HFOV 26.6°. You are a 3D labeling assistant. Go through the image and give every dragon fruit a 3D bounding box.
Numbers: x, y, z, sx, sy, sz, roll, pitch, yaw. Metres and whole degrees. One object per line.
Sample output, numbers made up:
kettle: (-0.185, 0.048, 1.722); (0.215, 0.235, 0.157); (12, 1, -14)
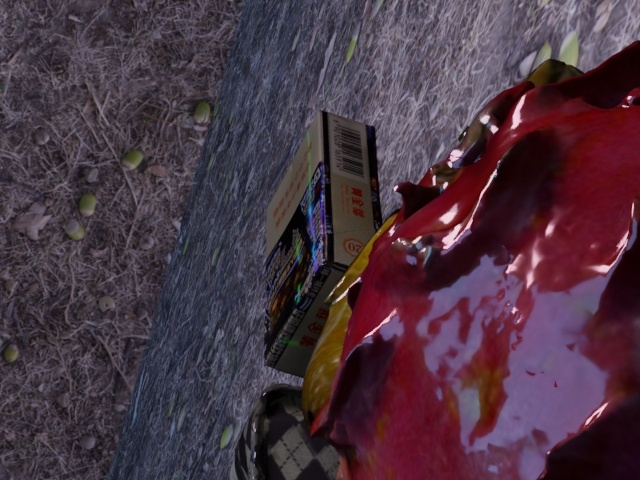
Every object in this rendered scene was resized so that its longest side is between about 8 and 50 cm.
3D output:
dragon fruit: (0.140, 0.061, 0.681); (0.386, 0.249, 0.371); (-55, -17, 29)

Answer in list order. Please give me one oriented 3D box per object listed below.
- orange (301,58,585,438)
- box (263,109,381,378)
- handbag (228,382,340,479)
orange: (0.134, 0.048, 0.993); (0.271, 0.210, 0.369); (-55, 6, -32)
box: (0.000, 0.000, 1.742); (0.310, 0.084, 0.198); (-91, 25, -48)
handbag: (-0.031, 0.376, 1.276); (0.416, 0.180, 0.316); (109, 165, -52)
